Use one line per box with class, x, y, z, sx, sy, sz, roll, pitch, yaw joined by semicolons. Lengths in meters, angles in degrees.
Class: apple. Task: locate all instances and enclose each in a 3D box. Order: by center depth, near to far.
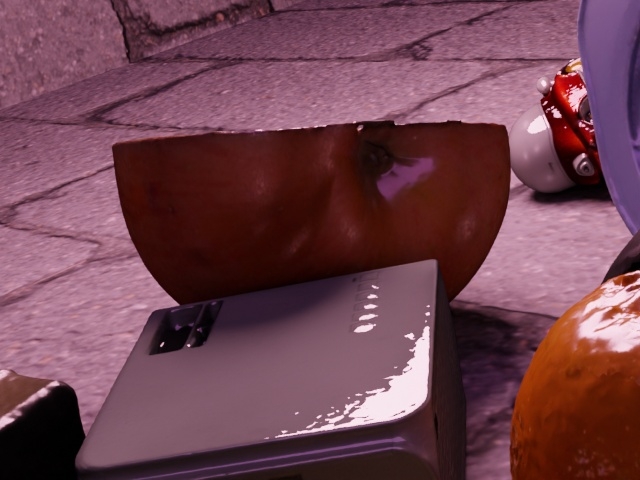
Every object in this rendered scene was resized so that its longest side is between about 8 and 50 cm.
apple;0.000;0.000;1.031;0.293;0.163;0.251;-5;2;-23

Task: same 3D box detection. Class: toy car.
toy car;0.228;-0.090;1.296;0.112;0.112;0.139;-26;25;11

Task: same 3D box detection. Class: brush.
brush;-0.197;0.165;0.773;0.059;0.123;0.197;0;22;26

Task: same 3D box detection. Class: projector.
projector;-0.019;0.113;0.834;0.198;0.108;0.250;-10;19;9

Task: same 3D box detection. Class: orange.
orange;0.184;0.091;0.663;0.193;0.161;0.193;-14;22;6

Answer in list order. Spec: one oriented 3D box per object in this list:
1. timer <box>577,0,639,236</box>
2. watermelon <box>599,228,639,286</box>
timer;0.340;-0.104;0.841;0.173;0.394;0.395;19;-6;-39
watermelon;0.251;0.017;0.761;0.301;0.129;0.123;-21;14;44
